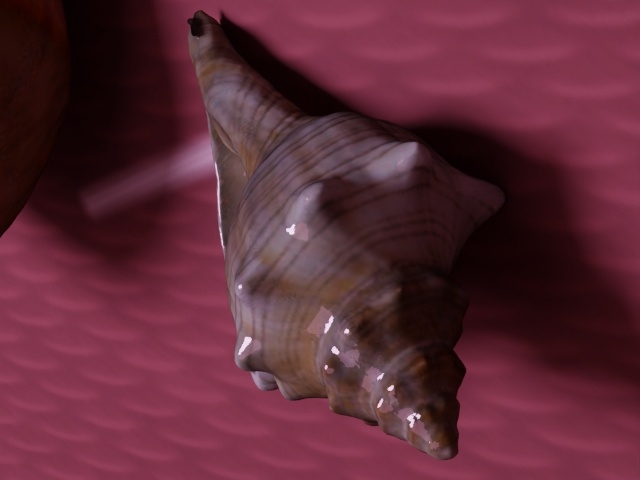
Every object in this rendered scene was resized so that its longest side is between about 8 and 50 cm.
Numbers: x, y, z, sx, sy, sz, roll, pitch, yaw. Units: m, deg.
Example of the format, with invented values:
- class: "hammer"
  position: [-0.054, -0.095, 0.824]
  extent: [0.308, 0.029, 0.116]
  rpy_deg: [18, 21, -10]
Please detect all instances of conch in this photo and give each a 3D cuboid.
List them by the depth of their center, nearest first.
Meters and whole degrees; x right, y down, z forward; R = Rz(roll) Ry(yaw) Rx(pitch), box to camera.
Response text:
- class: "conch"
  position: [0.012, 0.007, 0.801]
  extent: [0.234, 0.114, 0.137]
  rpy_deg: [-116, 29, -64]

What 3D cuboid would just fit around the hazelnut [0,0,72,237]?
- class: "hazelnut"
  position: [-0.210, -0.084, 0.931]
  extent: [0.214, 0.176, 0.214]
  rpy_deg: [-10, 79, 64]
